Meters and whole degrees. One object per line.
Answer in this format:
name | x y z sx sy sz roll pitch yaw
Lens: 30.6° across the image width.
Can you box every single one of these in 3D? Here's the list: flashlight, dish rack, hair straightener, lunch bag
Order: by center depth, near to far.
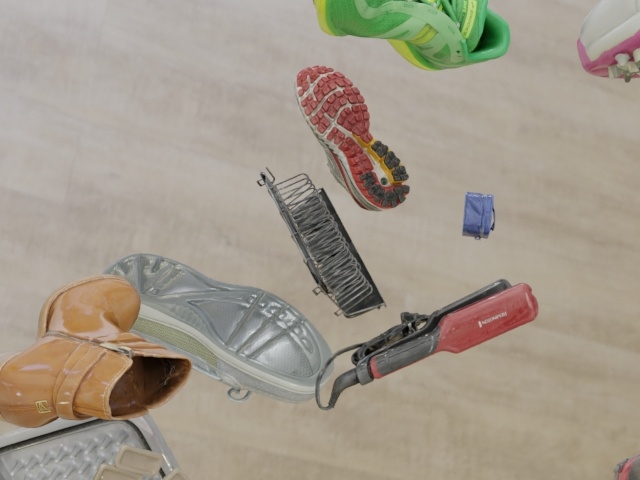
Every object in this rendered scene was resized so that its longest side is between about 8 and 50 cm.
hair straightener | 0.093 0.099 1.121 0.230 0.089 0.047 -28 103 -13
dish rack | -0.286 0.366 1.580 0.332 0.286 0.072 65 21 -19
dish rack | 0.000 0.000 1.639 0.074 0.271 0.208 -30 72 3
flashlight | 0.551 0.381 1.873 0.103 0.304 0.103 16 75 2
lunch bag | 0.324 -0.047 2.381 0.065 0.067 0.098 5 79 6

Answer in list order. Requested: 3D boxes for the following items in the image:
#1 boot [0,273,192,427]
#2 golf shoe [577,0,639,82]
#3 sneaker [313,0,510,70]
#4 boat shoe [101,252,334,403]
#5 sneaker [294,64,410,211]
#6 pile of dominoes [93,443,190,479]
boot | -0.156 0.084 0.875 0.197 0.152 0.073 -42 123 -51
golf shoe | 0.246 -0.183 0.611 0.115 0.306 0.140 -1 73 -32
sneaker | 0.093 -0.233 1.119 0.295 0.123 0.109 6 89 -56
boat shoe | -0.126 0.116 1.394 0.320 0.103 0.118 20 39 23
sneaker | 0.028 -0.133 1.592 0.088 0.093 0.225 -30 91 -24
pile of dominoes | -0.258 0.367 1.421 0.251 0.040 0.196 -43 119 -12
